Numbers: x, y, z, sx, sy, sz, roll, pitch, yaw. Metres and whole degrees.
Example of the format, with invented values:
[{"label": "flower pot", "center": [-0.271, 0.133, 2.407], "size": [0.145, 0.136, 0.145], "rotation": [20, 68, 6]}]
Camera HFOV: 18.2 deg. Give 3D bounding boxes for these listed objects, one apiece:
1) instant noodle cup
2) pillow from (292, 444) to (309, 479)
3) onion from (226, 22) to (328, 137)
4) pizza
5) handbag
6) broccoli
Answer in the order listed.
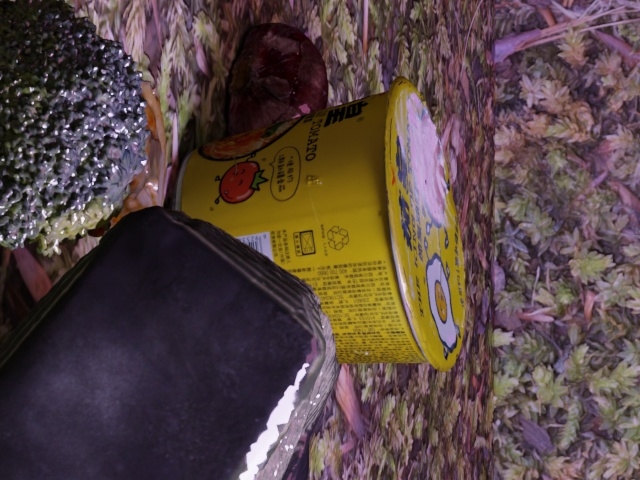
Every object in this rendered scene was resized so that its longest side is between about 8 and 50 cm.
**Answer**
[{"label": "instant noodle cup", "center": [0.000, 0.000, 2.180], "size": [0.325, 0.254, 0.325], "rotation": [-9, 90, -75]}, {"label": "pillow", "center": [-0.039, 0.286, 2.470], "size": [0.090, 0.048, 0.150], "rotation": [25, 64, -69]}, {"label": "onion", "center": [-0.041, -0.162, 2.366], "size": [0.151, 0.098, 0.206], "rotation": [57, 37, -59]}, {"label": "pizza", "center": [-0.209, -0.100, 1.864], "size": [0.297, 0.071, 0.189], "rotation": [41, 53, -68]}, {"label": "handbag", "center": [-0.142, 0.152, 1.700], "size": [0.341, 0.247, 0.240], "rotation": [-52, 172, -3]}, {"label": "broccoli", "center": [-0.237, -0.098, 1.624], "size": [0.198, 0.226, 0.176], "rotation": [24, 104, -33]}]
